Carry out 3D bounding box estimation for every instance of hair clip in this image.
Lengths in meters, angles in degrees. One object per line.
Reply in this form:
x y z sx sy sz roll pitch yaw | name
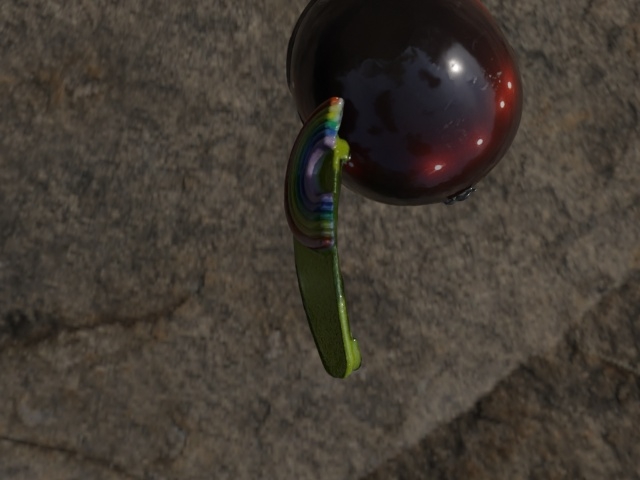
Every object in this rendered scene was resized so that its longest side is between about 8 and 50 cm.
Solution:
0.000 0.000 0.834 0.033 0.188 0.060 1 168 -31 | hair clip

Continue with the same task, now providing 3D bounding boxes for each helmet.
0.073 -0.128 1.046 0.189 0.193 0.216 -29 110 4 | helmet
